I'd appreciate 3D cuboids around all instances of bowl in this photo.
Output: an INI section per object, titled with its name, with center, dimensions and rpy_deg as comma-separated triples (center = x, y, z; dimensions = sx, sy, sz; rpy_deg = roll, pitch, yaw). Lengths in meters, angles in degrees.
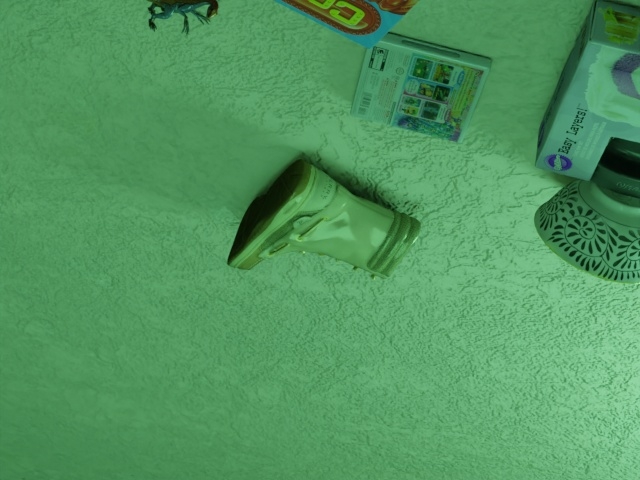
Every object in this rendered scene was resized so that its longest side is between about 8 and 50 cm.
[bowl]
center = 0.353, -0.030, 1.716
dimensions = 0.170, 0.170, 0.080
rpy_deg = 16, 123, -3

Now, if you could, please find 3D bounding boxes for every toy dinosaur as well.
[toy dinosaur]
center = -0.161, -0.269, 1.625
dimensions = 0.082, 0.047, 0.090
rpy_deg = -23, 126, 21

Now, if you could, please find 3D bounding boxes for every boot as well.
[boot]
center = 0.000, 0.000, 1.955
dimensions = 0.203, 0.095, 0.262
rpy_deg = 24, 145, -18

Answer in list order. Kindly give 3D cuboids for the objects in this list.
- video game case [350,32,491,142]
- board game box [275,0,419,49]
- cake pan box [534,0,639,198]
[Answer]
[video game case]
center = 0.116, -0.180, 1.673
dimensions = 0.143, 0.019, 0.157
rpy_deg = 14, 149, 0
[board game box]
center = 0.000, -0.353, 1.366
dimensions = 0.308, 0.086, 0.302
rpy_deg = 24, 148, -17
[cake pan box]
center = 0.385, -0.141, 1.578
dimensions = 0.246, 0.070, 0.267
rpy_deg = 16, 151, 1
